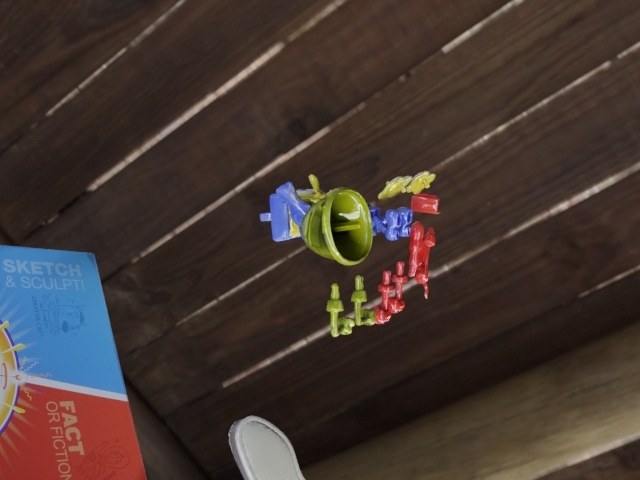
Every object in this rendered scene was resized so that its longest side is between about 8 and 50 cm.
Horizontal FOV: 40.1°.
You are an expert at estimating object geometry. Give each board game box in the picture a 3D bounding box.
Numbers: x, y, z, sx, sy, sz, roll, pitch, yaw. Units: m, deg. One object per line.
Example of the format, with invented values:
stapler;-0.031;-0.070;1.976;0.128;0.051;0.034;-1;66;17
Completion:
board game box;-0.304;0.112;0.666;0.316;0.064;0.242;7;53;-43

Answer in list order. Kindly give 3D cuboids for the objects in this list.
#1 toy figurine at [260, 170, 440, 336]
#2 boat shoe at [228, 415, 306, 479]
toy figurine;0.000;0.000;1.177;0.362;0.217;0.191;-17;113;-62
boat shoe;-0.088;0.461;1.681;0.324;0.096;0.117;56;52;-25
